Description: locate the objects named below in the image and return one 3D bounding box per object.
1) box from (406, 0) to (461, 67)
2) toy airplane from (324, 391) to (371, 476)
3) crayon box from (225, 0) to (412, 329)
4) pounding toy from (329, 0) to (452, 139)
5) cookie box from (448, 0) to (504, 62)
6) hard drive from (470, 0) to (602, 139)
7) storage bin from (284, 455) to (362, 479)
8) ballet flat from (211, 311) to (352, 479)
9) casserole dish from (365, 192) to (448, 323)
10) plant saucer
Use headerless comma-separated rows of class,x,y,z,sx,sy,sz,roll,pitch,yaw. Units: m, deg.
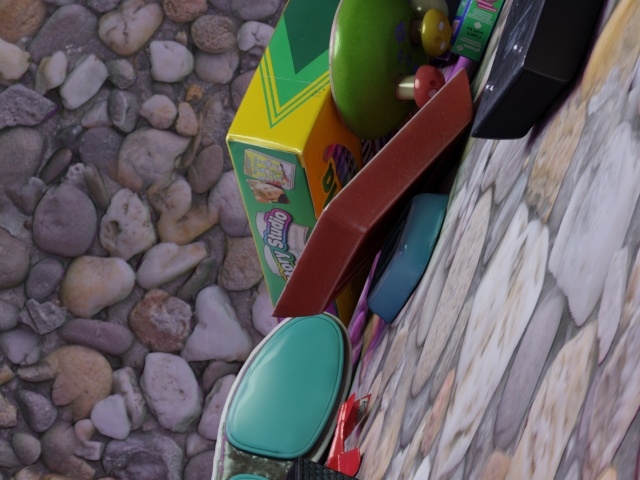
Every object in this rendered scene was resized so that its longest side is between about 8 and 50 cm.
box,0.194,-0.433,2.420,0.318,0.097,0.395,-85,16,-87
toy airplane,0.021,0.222,1.837,0.151,0.028,0.151,-158,90,-84
crayon box,0.013,-0.115,2.138,0.363,0.106,0.313,76,-151,-52
pounding toy,0.109,-0.206,2.017,0.237,0.110,0.183,-9,-79,-62
cookie box,0.185,-0.269,2.071,0.092,0.040,0.107,-95,26,-78
hard drive,0.200,-0.215,1.478,0.172,0.054,0.255,121,169,-69
storage bin,-0.005,0.273,1.510,0.180,0.084,0.122,-95,26,-79
ballet flat,-0.062,0.277,2.091,0.139,0.139,0.400,120,168,-67
casserole dish,0.090,0.016,1.914,0.188,0.037,0.114,120,171,-61
plant saucer,0.066,-0.038,1.941,0.259,0.047,0.258,-45,-9,-31
